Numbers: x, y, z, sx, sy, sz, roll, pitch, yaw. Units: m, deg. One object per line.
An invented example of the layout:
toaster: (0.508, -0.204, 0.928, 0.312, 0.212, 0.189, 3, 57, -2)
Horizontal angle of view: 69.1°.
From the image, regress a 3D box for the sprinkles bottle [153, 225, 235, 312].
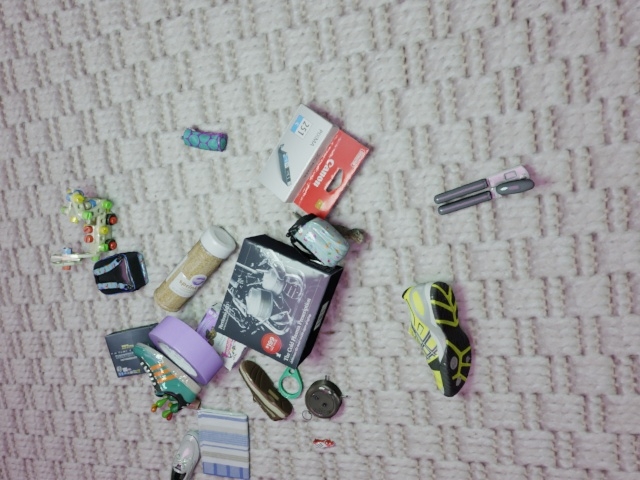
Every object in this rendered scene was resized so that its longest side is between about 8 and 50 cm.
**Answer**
sprinkles bottle: (-0.458, 0.107, 1.683, 0.121, 0.121, 0.355, 46, 109, 5)

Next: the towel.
towel: (-0.376, 0.795, 1.820, 0.210, 0.034, 0.284, 1, 102, 13)

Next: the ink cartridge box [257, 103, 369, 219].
ink cartridge box: (-0.031, -0.244, 1.500, 0.261, 0.066, 0.296, 39, 108, 19)

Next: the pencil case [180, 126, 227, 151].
pencil case: (-0.403, -0.352, 1.617, 0.152, 0.064, 0.070, 13, 128, 14)

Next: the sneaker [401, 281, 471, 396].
sneaker: (0.369, 0.308, 1.477, 0.147, 0.145, 0.384, -4, 102, 49)

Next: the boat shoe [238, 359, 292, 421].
boat shoe: (-0.222, 0.560, 1.704, 0.095, 0.095, 0.257, -42, 86, 25)

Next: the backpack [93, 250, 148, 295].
backpack: (-0.774, 0.129, 1.785, 0.174, 0.117, 0.158, -14, 95, 18)

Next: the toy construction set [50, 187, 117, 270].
toy construction set: (-0.876, -0.034, 1.737, 0.151, 0.215, 0.327, 25, 106, 12)

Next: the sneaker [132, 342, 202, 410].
sneaker: (-0.592, 0.504, 1.721, 0.302, 0.108, 0.121, 38, 64, 3)

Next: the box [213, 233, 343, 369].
box: (-0.139, 0.195, 1.559, 0.313, 0.179, 0.342, 22, 101, 13)

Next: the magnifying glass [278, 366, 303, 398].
magnifying glass: (-0.103, 0.465, 1.685, 0.092, 0.026, 0.230, 9, 100, 15)

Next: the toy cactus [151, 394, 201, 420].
toy cactus: (-0.562, 0.618, 1.821, 0.181, 0.112, 0.218, 18, 96, 3)

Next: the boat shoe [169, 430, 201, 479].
boat shoe: (-0.550, 0.890, 1.861, 0.096, 0.088, 0.267, 26, 106, 12)

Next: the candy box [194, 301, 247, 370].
candy box: (-0.356, 0.354, 1.719, 0.196, 0.070, 0.164, 36, 108, 9)

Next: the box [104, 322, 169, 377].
box: (-0.730, 0.439, 1.855, 0.233, 0.059, 0.183, -13, 94, 18)

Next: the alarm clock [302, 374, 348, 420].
alarm clock: (-0.003, 0.580, 1.657, 0.129, 0.064, 0.192, 42, 111, 6)

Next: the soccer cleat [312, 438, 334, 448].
soccer cleat: (0.012, 0.744, 1.697, 0.084, 0.029, 0.035, -6, 106, 21)

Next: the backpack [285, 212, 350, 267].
backpack: (0.000, 0.000, 1.455, 0.182, 0.152, 0.115, 44, 114, 6)

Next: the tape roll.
tape roll: (-0.483, 0.396, 1.673, 0.275, 0.090, 0.274, 29, 148, 20)

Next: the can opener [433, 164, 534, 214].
can opener: (0.476, -0.147, 1.374, 0.281, 0.093, 0.074, -18, 95, 24)

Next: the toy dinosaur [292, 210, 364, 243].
toy dinosaur: (0.019, -0.009, 1.553, 0.269, 0.064, 0.118, 16, 100, 19)
